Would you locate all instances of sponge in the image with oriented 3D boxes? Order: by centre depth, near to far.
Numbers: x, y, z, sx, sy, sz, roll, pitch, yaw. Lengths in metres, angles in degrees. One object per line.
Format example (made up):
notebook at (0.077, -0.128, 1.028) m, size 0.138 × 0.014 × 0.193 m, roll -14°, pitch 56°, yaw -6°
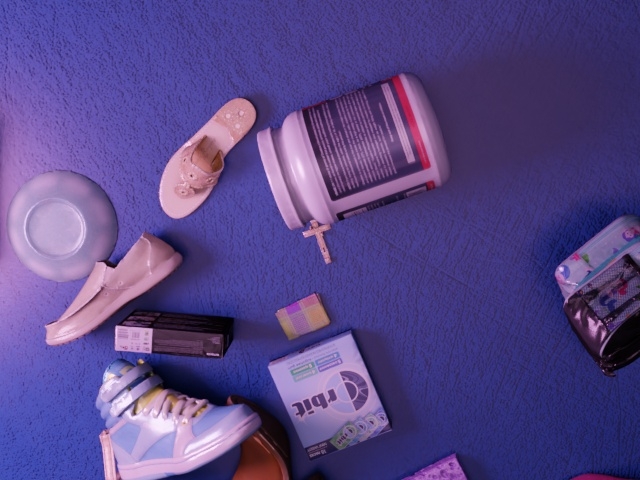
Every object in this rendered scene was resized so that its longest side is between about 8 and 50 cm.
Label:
sponge at (0.170, 0.471, 1.752) m, size 0.210 × 0.031 × 0.117 m, roll -27°, pitch 96°, yaw 7°

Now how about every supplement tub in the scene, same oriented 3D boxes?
supplement tub at (0.055, -0.138, 1.588) m, size 0.272 × 0.191 × 0.191 m, roll -19°, pitch 97°, yaw 5°

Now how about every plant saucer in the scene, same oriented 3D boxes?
plant saucer at (-0.447, -0.022, 1.707) m, size 0.195 × 0.037 × 0.195 m, roll 0°, pitch 98°, yaw 2°

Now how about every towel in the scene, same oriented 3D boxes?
towel at (-0.029, 0.132, 1.723) m, size 0.083 × 0.009 × 0.060 m, roll -25°, pitch 97°, yaw 7°

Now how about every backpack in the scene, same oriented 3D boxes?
backpack at (0.505, 0.069, 1.579) m, size 0.253 × 0.225 × 0.191 m, roll -34°, pitch 65°, yaw 7°

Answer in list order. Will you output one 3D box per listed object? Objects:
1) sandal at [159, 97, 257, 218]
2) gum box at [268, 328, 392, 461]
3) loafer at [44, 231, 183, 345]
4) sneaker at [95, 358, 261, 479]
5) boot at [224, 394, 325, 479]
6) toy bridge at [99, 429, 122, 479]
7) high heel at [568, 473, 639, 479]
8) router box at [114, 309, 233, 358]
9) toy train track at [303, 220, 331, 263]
sandal at (-0.195, -0.137, 1.656) m, size 0.088 × 0.079 × 0.240 m, roll 38°, pitch 98°, yaw -3°
gum box at (0.017, 0.267, 1.724) m, size 0.157 × 0.041 × 0.184 m, roll -22°, pitch 97°, yaw 5°
loafer at (-0.361, 0.080, 1.691) m, size 0.268 × 0.102 × 0.092 m, roll -35°, pitch 94°, yaw -2°
sneaker at (-0.255, 0.276, 1.653) m, size 0.319 × 0.127 × 0.208 m, roll -24°, pitch 93°, yaw 33°
boot at (-0.130, 0.426, 1.735) m, size 0.220 × 0.109 × 0.283 m, roll -38°, pitch 102°, yaw 11°
toy bridge at (-0.356, 0.422, 1.754) m, size 0.026 × 0.063 × 0.188 m, roll -13°, pitch 98°, yaw 5°
high heel at (0.501, 0.449, 1.688) m, size 0.244 × 0.117 × 0.082 m, roll -5°, pitch 98°, yaw 3°
router box at (-0.241, 0.156, 1.674) m, size 0.178 × 0.133 × 0.046 m, roll 5°, pitch 98°, yaw 2°
toy train track at (0.000, 0.000, 1.700) m, size 0.048 × 0.014 × 0.083 m, roll -20°, pitch 97°, yaw 6°
